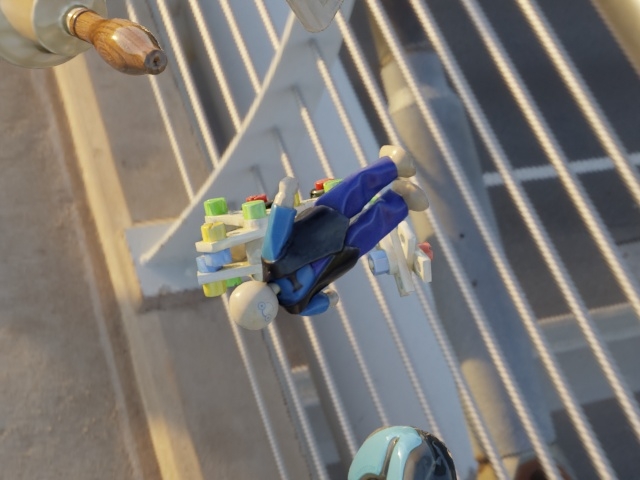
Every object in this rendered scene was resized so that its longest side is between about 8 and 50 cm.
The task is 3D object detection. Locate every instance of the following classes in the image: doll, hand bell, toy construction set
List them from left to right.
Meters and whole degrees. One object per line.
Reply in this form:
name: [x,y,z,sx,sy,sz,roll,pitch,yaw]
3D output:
hand bell: [-0.188,-0.171,0.864,0.126,0.126,0.242,-19,32,-27]
toy construction set: [-0.017,-0.006,1.414,0.328,0.215,0.151,1,96,-17]
doll: [0.000,0.000,0.836,0.189,0.129,0.046,-41,40,-20]

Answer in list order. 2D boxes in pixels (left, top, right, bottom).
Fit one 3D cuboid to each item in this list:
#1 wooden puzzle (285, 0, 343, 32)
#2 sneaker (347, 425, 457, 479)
wooden puzzle: [-0.008,-0.438,1.459,0.221,0.044,0.238,53,48,-30]
sneaker: [0.109,0.275,0.803,0.140,0.341,0.125,-17,25,-12]
